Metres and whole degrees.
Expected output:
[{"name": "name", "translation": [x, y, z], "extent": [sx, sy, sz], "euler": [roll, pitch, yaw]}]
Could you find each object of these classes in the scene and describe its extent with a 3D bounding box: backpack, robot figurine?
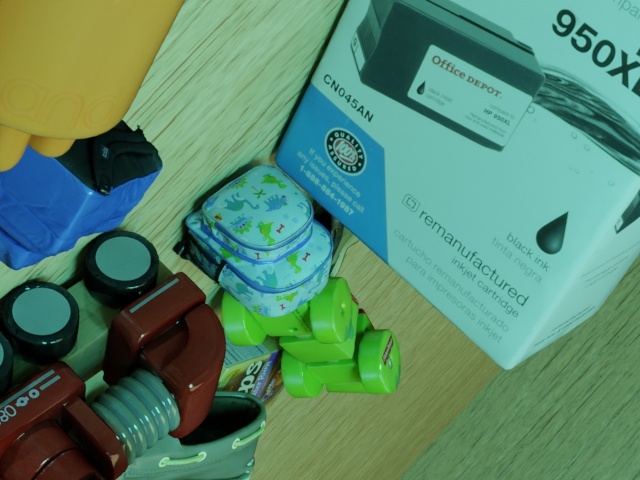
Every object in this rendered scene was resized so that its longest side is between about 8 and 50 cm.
[{"name": "backpack", "translation": [-0.166, -0.042, 0.874], "extent": [0.101, 0.098, 0.120], "euler": [-46, 176, 25]}, {"name": "robot figurine", "translation": [-0.129, -0.141, 0.706], "extent": [0.158, 0.128, 0.219], "euler": [14, 124, -29]}, {"name": "backpack", "translation": [-0.048, 0.001, 1.184], "extent": [0.105, 0.114, 0.084], "euler": [-36, 158, -30]}]

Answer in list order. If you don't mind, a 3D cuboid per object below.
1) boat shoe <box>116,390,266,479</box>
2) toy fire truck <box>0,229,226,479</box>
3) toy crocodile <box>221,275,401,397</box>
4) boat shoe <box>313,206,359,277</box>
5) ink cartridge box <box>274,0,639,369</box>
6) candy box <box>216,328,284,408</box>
[{"name": "boat shoe", "translation": [-0.167, 0.182, 1.278], "extent": [0.305, 0.109, 0.091], "euler": [8, 111, -51]}, {"name": "toy fire truck", "translation": [-0.139, 0.130, 1.032], "extent": [0.217, 0.246, 0.158], "euler": [-35, 158, -33]}, {"name": "toy crocodile", "translation": [-0.005, 0.079, 1.398], "extent": [0.340, 0.115, 0.105], "euler": [50, 40, -53]}, {"name": "boat shoe", "translation": [0.000, 0.000, 1.397], "extent": [0.049, 0.056, 0.152], "euler": [-4, 149, -27]}, {"name": "ink cartridge box", "translation": [0.172, -0.143, 1.113], "extent": [0.166, 0.285, 0.395], "euler": [-25, 151, -47]}, {"name": "candy box", "translation": [-0.089, 0.141, 1.473], "extent": [0.109, 0.053, 0.187], "euler": [-56, 158, 23]}]
